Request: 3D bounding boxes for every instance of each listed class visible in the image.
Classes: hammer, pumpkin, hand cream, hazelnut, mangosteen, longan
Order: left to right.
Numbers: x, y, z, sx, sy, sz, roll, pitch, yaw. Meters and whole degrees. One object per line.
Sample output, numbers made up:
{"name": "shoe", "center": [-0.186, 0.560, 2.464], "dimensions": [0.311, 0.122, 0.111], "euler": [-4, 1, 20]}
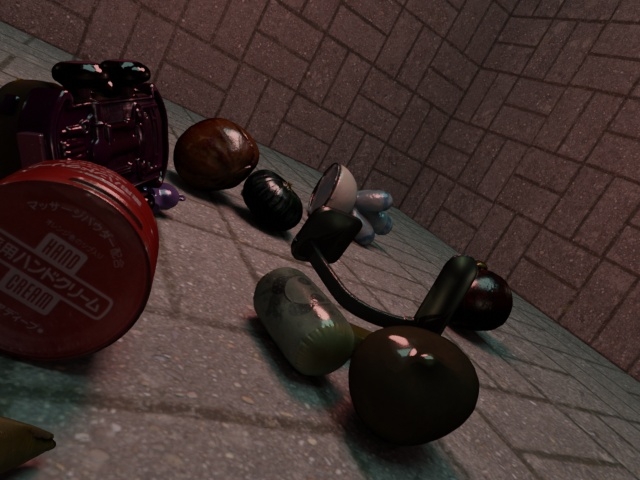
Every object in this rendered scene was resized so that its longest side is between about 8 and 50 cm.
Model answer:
{"name": "hand cream", "center": [-0.269, 0.015, 0.513], "dimensions": [0.193, 0.193, 0.125], "euler": [23, 11, -22]}
{"name": "hazelnut", "center": [-0.291, -0.228, 1.385], "dimensions": [0.218, 0.233, 0.218], "euler": [49, -19, 23]}
{"name": "pumpkin", "center": [-0.133, -0.117, 1.396], "dimensions": [0.202, 0.140, 0.202], "euler": [46, 6, -6]}
{"name": "hammer", "center": [0.032, 0.160, 0.841], "dimensions": [0.305, 0.113, 0.202], "euler": [29, 13, -42]}
{"name": "longan", "center": [0.127, 0.202, 0.690], "dimensions": [0.189, 0.189, 0.189], "euler": [27, 13, -7]}
{"name": "mangosteen", "center": [0.458, 0.162, 1.440], "dimensions": [0.216, 0.216, 0.216], "euler": [27, 13, -7]}

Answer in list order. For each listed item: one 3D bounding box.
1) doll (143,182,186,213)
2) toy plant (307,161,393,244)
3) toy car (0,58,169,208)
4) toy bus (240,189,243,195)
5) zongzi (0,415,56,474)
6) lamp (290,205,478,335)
{"name": "doll", "center": [-0.382, -0.100, 1.017], "dimensions": [0.205, 0.067, 0.110], "euler": [7, 37, -33]}
{"name": "toy plant", "center": [0.139, -0.120, 1.856], "dimensions": [0.332, 0.247, 0.247], "euler": [27, 13, -19]}
{"name": "toy car", "center": [-0.422, -0.169, 0.827], "dimensions": [0.240, 0.272, 0.341], "euler": [7, 19, 9]}
{"name": "toy bus", "center": [-0.242, -0.163, 1.621], "dimensions": [0.037, 0.031, 0.083], "euler": [33, 12, -15]}
{"name": "zongzi", "center": [-0.295, 0.121, 0.323], "dimensions": [0.160, 0.079, 0.176], "euler": [31, 3, 9]}
{"name": "lamp", "center": [0.096, 0.035, 0.795], "dimensions": [0.283, 0.203, 0.124], "euler": [45, 25, 28]}
